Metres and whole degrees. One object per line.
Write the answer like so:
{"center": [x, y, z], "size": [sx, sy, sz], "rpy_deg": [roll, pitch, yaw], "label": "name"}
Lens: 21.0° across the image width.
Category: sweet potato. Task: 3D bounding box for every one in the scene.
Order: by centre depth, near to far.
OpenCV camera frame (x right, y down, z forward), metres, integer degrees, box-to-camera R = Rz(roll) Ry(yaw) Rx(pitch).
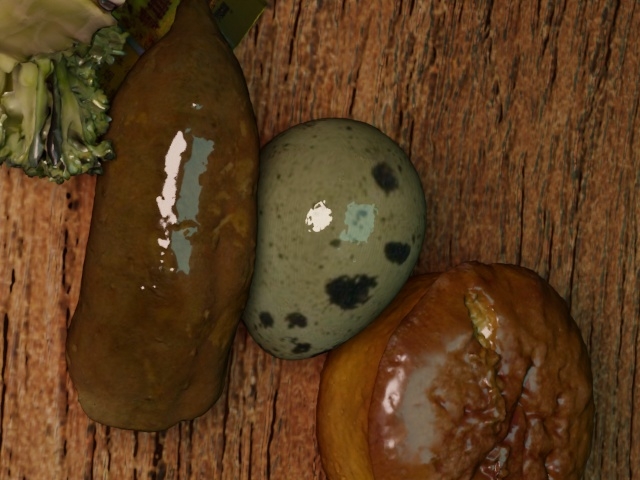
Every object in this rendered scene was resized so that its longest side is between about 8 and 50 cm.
{"center": [-0.125, -0.028, 1.454], "size": [0.158, 0.158, 0.369], "rpy_deg": [-2, 108, -38], "label": "sweet potato"}

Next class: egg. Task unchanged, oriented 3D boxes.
{"center": [0.000, 0.000, 1.562], "size": [0.177, 0.177, 0.228], "rpy_deg": [20, 92, -37], "label": "egg"}

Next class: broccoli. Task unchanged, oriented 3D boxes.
{"center": [-0.234, -0.193, 1.262], "size": [0.221, 0.361, 0.252], "rpy_deg": [-35, 80, -25], "label": "broccoli"}

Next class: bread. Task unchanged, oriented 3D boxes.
{"center": [0.135, 0.163, 1.686], "size": [0.312, 0.172, 0.312], "rpy_deg": [-3, 95, -42], "label": "bread"}

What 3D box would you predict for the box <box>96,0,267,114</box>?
{"center": [-0.140, -0.181, 1.530], "size": [0.121, 0.030, 0.193], "rpy_deg": [46, 68, -31], "label": "box"}
